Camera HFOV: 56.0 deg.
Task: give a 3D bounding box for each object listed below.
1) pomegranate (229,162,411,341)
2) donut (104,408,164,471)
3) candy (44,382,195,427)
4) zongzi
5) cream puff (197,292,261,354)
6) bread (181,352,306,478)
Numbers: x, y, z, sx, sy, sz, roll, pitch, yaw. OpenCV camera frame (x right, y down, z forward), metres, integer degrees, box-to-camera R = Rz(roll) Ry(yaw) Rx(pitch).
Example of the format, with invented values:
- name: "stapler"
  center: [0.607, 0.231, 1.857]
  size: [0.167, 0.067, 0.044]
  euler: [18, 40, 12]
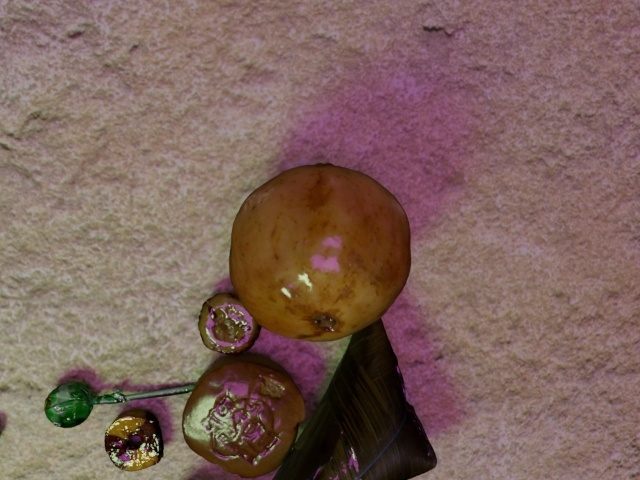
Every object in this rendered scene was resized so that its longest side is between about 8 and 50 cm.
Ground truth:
- name: "pomegranate"
  center: [0.000, 0.000, 1.234]
  size: [0.409, 0.410, 0.411]
  euler: [-1, 97, -9]
- name: "donut"
  center: [-0.415, 0.447, 1.356]
  size: [0.140, 0.059, 0.141]
  euler: [-2, 103, -9]
- name: "candy"
  center: [-0.442, 0.349, 1.346]
  size: [0.323, 0.097, 0.097]
  euler: [-4, 97, -17]
- name: "zongzi"
  center: [0.024, 0.380, 1.297]
  size: [0.403, 0.207, 0.433]
  euler: [-22, 103, -30]
- name: "cream puff"
  center: [-0.202, 0.182, 1.349]
  size: [0.148, 0.084, 0.149]
  euler: [0, 93, -7]
- name: "bread"
  center: [-0.169, 0.386, 1.344]
  size: [0.269, 0.148, 0.270]
  euler: [-1, 97, -9]
